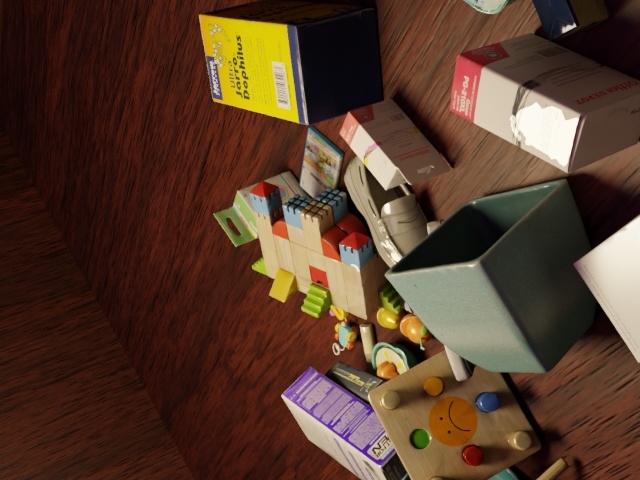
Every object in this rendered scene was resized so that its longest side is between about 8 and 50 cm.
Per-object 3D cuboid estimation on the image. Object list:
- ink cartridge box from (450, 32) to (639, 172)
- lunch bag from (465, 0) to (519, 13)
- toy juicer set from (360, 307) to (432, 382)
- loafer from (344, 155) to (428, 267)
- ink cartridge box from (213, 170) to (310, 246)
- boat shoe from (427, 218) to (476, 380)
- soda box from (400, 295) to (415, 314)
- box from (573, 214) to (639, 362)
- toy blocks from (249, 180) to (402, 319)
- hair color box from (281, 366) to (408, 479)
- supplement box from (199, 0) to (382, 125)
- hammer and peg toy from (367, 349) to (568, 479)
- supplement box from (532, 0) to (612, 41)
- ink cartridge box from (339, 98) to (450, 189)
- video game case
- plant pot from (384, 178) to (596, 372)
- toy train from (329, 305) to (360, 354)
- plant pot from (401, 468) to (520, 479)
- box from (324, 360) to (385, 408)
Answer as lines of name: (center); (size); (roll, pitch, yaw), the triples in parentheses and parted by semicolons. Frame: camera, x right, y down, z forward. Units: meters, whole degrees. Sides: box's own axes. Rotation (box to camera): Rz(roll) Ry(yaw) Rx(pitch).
ink cartridge box: (0.339, -0.210, 1.304); (0.237, 0.172, 0.100); (38, 138, 39)
lunch bag: (0.260, -0.494, 1.303); (0.224, 0.108, 0.279); (45, 143, 21)
toy juicer set: (0.150, 0.251, 1.945); (0.329, 0.089, 0.209); (-22, 90, 59)
loafer: (0.151, -0.045, 1.746); (0.319, 0.112, 0.111); (56, 155, 20)
ink cartridge box: (-0.133, -0.076, 2.060); (0.109, 0.209, 0.062); (54, 148, 22)
boat shoe: (0.268, 0.105, 1.624); (0.108, 0.102, 0.301); (36, -134, -72)
soda box: (0.236, 0.133, 1.771); (0.169, 0.060, 0.053); (28, 131, 46)
box: (0.501, 0.051, 1.268); (0.181, 0.119, 0.182); (60, 147, 14)
toy blocks: (0.000, 0.000, 1.889); (0.381, 0.191, 0.261); (22, 138, 33)
hair color box: (0.080, 0.434, 1.941); (0.339, 0.110, 0.185); (29, 153, 46)
supplement box: (-0.066, -0.375, 1.796); (0.356, 0.194, 0.195); (22, 127, 49)
hammer and peg toy: (0.288, 0.391, 1.687); (0.361, 0.266, 0.127); (60, 175, 12)
supplement box: (0.362, -0.344, 1.273); (0.056, 0.083, 0.083); (-23, 89, 58)
ink cartridge box: (0.142, -0.171, 1.678); (0.198, 0.115, 0.067); (53, 144, 24)
video game case: (0.001, -0.160, 1.995); (0.119, 0.015, 0.166); (45, 142, 34)
plant pot: (0.314, 0.081, 1.471); (0.248, 0.247, 0.252); (-12, 114, 58)
toy train: (0.043, 0.187, 2.114); (0.125, 0.046, 0.166); (-30, 80, 59)
plant pot: (0.296, 0.620, 1.805); (0.271, 0.271, 0.255); (36, 150, 41)
box: (0.128, 0.392, 2.008); (0.233, 0.059, 0.183); (56, 160, -25)
